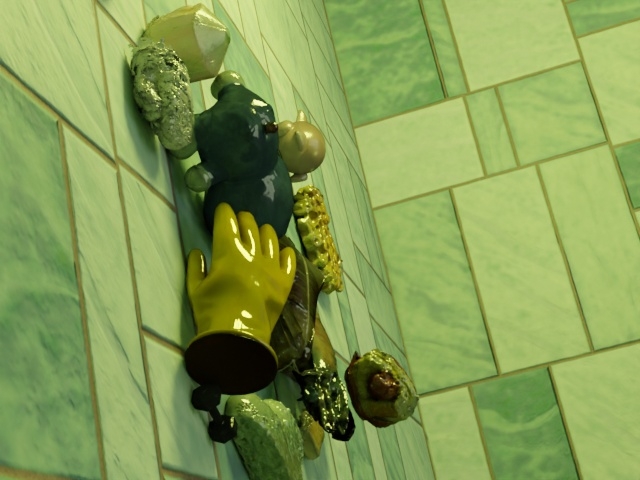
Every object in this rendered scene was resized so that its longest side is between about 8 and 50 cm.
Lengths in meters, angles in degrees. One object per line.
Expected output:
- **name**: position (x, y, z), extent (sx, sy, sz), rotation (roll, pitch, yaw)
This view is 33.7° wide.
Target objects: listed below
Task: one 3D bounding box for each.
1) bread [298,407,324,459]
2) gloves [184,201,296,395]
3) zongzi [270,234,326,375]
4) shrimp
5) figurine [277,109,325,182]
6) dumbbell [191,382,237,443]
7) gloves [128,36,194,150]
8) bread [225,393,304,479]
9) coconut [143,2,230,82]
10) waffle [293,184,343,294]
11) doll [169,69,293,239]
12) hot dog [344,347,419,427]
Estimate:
- **bread**: position (-0.017, 0.339, 1.854), extent (0.083, 0.035, 0.070), rotation (-78, 152, -64)
- **gloves**: position (-0.106, 0.062, 1.447), extent (0.133, 0.116, 0.294), rotation (37, 34, -26)
- **zongzi**: position (-0.093, 0.076, 1.709), extent (0.241, 0.111, 0.248), rotation (49, 28, -29)
- **shrimp**: position (0.004, 0.252, 1.851), extent (0.445, 0.085, 0.272), rotation (-113, 180, -72)
- **figurine**: position (-0.049, -0.205, 2.331), extent (0.125, 0.125, 0.138), rotation (-92, 179, -55)
- **dumbbell**: position (-0.135, 0.221, 1.355), extent (0.040, 0.036, 0.083), rotation (-88, 160, -55)
- **gloves**: position (-0.216, -0.202, 1.463), extent (0.114, 0.070, 0.153), rotation (54, 24, -65)
- **bread**: position (-0.070, 0.302, 1.526), extent (0.232, 0.064, 0.173), rotation (49, 25, -65)
- **coconut**: position (-0.194, -0.294, 1.584), extent (0.116, 0.122, 0.116), rotation (-15, 90, -81)
- **waffle**: position (-0.001, 0.000, 2.431), extent (0.249, 0.056, 0.253), rotation (-73, 145, -72)
- **doll**: position (-0.122, -0.106, 1.622), extent (0.228, 0.154, 0.258), rotation (-57, 151, -46)
- **hot dog**: position (0.094, 0.266, 1.849), extent (0.146, 0.103, 0.213), rotation (52, -18, 12)
